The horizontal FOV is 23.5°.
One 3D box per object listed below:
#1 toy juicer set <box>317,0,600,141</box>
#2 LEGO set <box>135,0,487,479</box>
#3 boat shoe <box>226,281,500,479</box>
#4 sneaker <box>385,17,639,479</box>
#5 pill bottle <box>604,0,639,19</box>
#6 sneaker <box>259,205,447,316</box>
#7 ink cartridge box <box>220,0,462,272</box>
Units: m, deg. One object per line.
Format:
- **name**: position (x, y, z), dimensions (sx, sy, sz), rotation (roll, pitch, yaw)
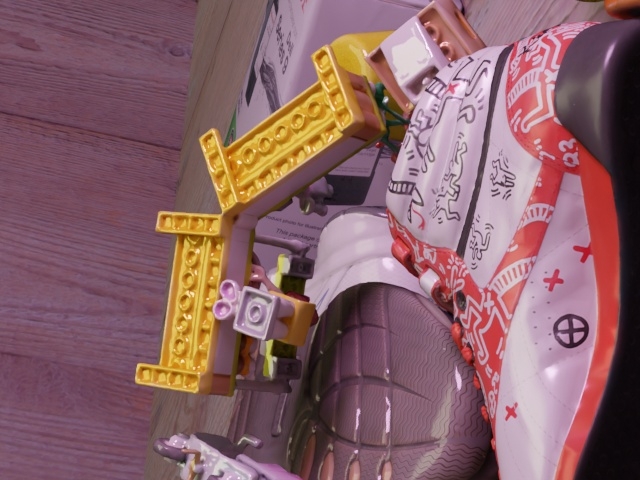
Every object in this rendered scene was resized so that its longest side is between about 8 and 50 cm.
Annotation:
- **toy juicer set**: position (0.131, -0.061, 0.776), dimensions (0.329, 0.089, 0.209), rotation (56, 132, 39)
- **LEGO set**: position (0.000, 0.000, 0.813), dimensions (0.132, 0.107, 0.287), rotation (33, 102, 37)
- **boat shoe**: position (0.048, 0.104, 0.897), dimensions (0.355, 0.130, 0.132), rotation (169, 117, -72)
- **sneaker**: position (0.096, 0.042, 0.675), dimensions (0.145, 0.090, 0.270), rotation (3, 91, 57)
- **pill bottle**: position (0.156, -0.214, 0.625), dimensions (0.130, 0.130, 0.246), rotation (-176, 85, -78)
- **sneaker**: position (0.015, 0.074, 1.139), dimensions (0.297, 0.111, 0.129), rotation (127, 146, -66)
- **ink cartridge box**: position (0.007, -0.124, 1.303), dimensions (0.211, 0.121, 0.289), rotation (-98, 23, -56)
